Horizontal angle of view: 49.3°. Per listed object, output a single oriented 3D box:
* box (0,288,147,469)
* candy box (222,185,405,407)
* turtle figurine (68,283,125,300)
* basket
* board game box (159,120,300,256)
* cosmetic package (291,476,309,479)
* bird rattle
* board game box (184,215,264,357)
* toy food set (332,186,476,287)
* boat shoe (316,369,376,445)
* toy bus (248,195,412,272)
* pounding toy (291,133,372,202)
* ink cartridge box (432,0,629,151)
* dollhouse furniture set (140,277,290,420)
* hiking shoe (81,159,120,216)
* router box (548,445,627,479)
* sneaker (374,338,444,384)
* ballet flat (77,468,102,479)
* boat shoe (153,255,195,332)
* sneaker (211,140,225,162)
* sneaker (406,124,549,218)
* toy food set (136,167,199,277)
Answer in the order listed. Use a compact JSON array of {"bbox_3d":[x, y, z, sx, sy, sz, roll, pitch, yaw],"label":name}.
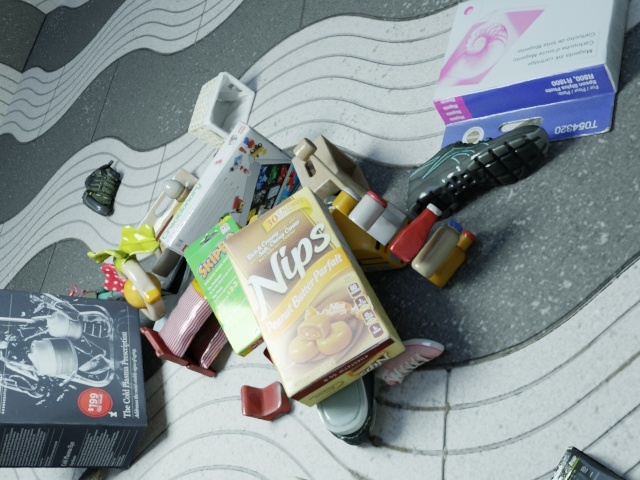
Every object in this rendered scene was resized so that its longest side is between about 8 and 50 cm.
[{"bbox_3d":[-0.558,0.299,1.507,0.178,0.313,0.343,-62,33,36],"label":"box"},{"bbox_3d":[-0.019,0.085,1.138,0.183,0.087,0.316,-33,58,8],"label":"candy box"},{"bbox_3d":[-0.588,0.182,1.809,0.234,0.118,0.175,-13,56,33],"label":"turtle figurine"},{"bbox_3d":[-0.260,-0.335,1.826,0.103,0.113,0.167,-12,57,45],"label":"basket"},{"bbox_3d":[-0.182,-0.079,1.511,0.305,0.193,0.053,-55,40,0],"label":"board game box"},{"bbox_3d":[0.083,0.439,0.933,0.296,0.153,0.129,6,68,48],"label":"cosmetic package"},{"bbox_3d":[-0.411,0.093,1.520,0.207,0.143,0.253,51,148,18],"label":"bird rattle"},{"bbox_3d":[-0.157,0.079,1.299,0.124,0.039,0.259,-38,60,6],"label":"board game box"},{"bbox_3d":[0.141,-0.028,1.123,0.104,0.232,0.111,-52,2,3],"label":"toy food set"},{"bbox_3d":[0.033,0.197,1.187,0.115,0.091,0.302,-9,53,14],"label":"boat shoe"},{"bbox_3d":[0.000,0.000,1.324,0.333,0.130,0.108,-8,60,42],"label":"toy bus"},{"bbox_3d":[0.005,-0.114,1.336,0.094,0.206,0.181,-41,42,18],"label":"pounding toy"},{"bbox_3d":[0.361,-0.321,1.230,0.324,0.071,0.329,-5,60,43],"label":"ink cartridge box"},{"bbox_3d":[-0.174,0.201,1.345,0.201,0.152,0.374,-57,40,-1],"label":"dollhouse furniture set"},{"bbox_3d":[-0.665,-0.166,2.133,0.114,0.086,0.226,-47,40,16],"label":"hiking shoe"},{"bbox_3d":[0.320,0.330,0.855,0.092,0.038,0.122,30,87,51],"label":"router box"},{"bbox_3d":[0.139,0.198,1.118,0.134,0.051,0.070,-13,57,43],"label":"sneaker"},{"bbox_3d":[-0.540,0.608,1.523,0.249,0.058,0.084,-64,18,-18],"label":"ballet flat"},{"bbox_3d":[-0.342,0.132,1.614,0.079,0.081,0.227,15,75,49],"label":"boat shoe"},{"bbox_3d":[-0.226,-0.165,1.719,0.084,0.070,0.185,-50,33,21],"label":"sneaker"},{"bbox_3d":[0.254,-0.136,1.186,0.267,0.101,0.106,-27,46,30],"label":"sneaker"},{"bbox_3d":[-0.370,-0.055,1.726,0.219,0.092,0.306,-54,27,2],"label":"toy food set"}]
